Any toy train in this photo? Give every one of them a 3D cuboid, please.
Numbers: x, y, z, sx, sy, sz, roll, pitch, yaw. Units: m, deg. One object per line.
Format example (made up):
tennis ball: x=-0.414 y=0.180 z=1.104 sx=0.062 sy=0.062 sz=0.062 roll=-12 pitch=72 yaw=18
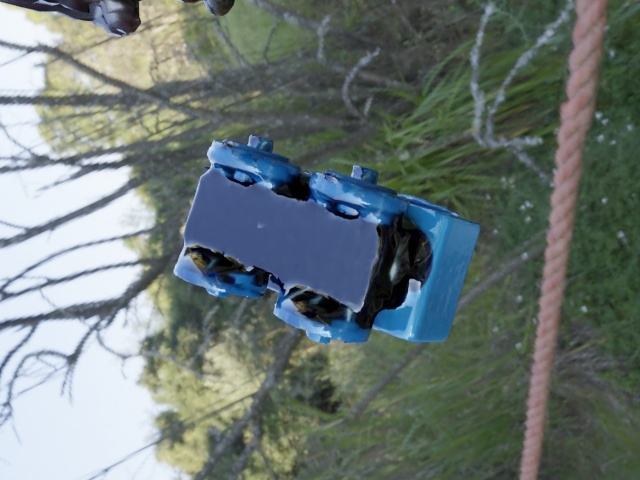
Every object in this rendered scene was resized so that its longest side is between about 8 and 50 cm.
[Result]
toy train: x=0.000 y=0.000 z=0.948 sx=0.300 sy=0.188 sz=0.265 roll=19 pitch=-175 yaw=33

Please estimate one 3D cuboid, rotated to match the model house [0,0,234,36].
model house: x=-0.104 y=-0.255 z=0.465 sx=0.282 sy=0.297 sz=0.317 roll=60 pitch=-177 yaw=-48
